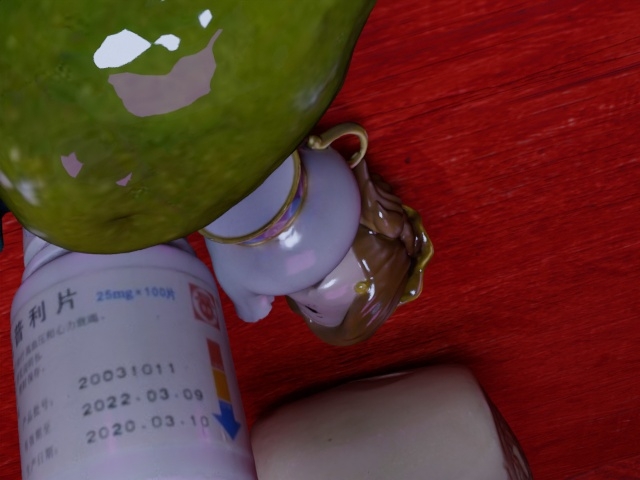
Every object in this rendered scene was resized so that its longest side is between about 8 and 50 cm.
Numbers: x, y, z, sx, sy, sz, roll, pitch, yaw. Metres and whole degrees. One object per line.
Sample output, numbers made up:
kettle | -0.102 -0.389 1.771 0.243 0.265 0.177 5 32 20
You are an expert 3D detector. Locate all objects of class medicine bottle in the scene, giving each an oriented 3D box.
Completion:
medicine bottle | -0.154 0.091 0.759 0.170 0.293 0.170 -11 148 -7

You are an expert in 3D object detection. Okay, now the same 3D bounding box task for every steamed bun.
steamed bun | 0.090 0.330 1.288 0.371 0.290 0.456 -19 153 -4

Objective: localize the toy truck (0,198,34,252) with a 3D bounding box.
toy truck | -0.263 -0.053 0.643 0.253 0.124 0.114 -6 152 -11

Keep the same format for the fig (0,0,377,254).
fig | -0.048 -0.132 0.515 0.314 0.233 0.233 -23 151 -7

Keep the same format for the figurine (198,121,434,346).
figurine | 0.000 0.000 0.833 0.189 0.142 0.263 -45 145 5
